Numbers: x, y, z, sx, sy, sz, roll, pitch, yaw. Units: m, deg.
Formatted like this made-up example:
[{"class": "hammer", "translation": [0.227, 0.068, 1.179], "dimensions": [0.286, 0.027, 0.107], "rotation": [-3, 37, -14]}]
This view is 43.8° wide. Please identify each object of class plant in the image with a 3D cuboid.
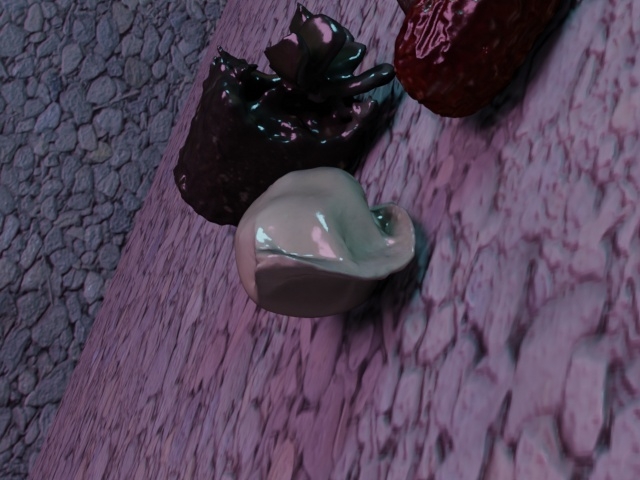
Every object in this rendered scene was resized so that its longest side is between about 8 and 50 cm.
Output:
[{"class": "plant", "translation": [-0.051, -0.148, 0.954], "dimensions": [0.276, 0.188, 0.199], "rotation": [-56, 22, 20]}]

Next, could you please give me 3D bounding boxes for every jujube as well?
[{"class": "jujube", "translation": [0.134, -0.191, 0.677], "dimensions": [0.112, 0.109, 0.176], "rotation": [44, 106, 33]}]

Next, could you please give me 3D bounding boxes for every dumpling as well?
[{"class": "dumpling", "translation": [0.000, 0.000, 0.743], "dimensions": [0.250, 0.162, 0.132], "rotation": [-110, 13, -77]}]

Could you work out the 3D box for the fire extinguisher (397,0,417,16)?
[{"class": "fire extinguisher", "translation": [0.122, -0.268, 0.898], "dimensions": [0.078, 0.045, 0.157], "rotation": [-33, 28, 15]}]
